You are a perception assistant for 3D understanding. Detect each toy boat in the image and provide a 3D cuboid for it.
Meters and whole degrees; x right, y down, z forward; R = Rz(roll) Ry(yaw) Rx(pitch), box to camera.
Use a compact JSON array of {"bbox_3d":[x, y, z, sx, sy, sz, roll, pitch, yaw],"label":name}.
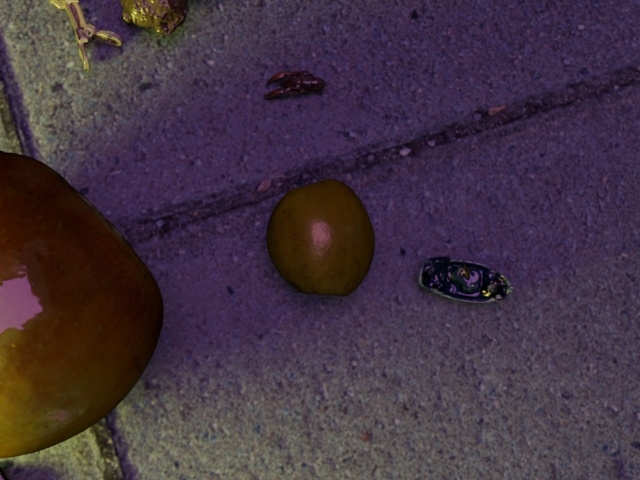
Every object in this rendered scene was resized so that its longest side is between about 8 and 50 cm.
[{"bbox_3d":[0.207,0.057,1.592,0.137,0.061,0.060,15,78,-5],"label":"toy boat"}]

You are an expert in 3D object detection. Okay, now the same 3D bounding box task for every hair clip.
[{"bbox_3d":[-0.367,-0.353,1.612,0.072,0.034,0.226,-31,83,-14],"label":"hair clip"}]

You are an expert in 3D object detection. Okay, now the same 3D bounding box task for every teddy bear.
[{"bbox_3d":[-0.203,-0.417,1.602,0.129,0.182,0.251,15,93,-44],"label":"teddy bear"}]

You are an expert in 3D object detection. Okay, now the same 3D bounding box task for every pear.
[{"bbox_3d":[0.000,0.000,1.536,0.149,0.149,0.162,-7,82,-8],"label":"pear"}]

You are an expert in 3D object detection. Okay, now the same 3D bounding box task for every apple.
[{"bbox_3d":[-0.396,0.084,1.398,0.374,0.374,0.384,-42,57,-12],"label":"apple"}]

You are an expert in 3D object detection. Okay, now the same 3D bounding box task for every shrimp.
[{"bbox_3d":[-0.040,-0.230,1.631,0.092,0.029,0.038,-12,82,-5],"label":"shrimp"}]

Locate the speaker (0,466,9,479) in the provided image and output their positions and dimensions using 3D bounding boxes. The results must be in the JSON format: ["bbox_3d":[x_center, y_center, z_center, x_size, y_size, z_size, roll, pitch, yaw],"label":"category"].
[{"bbox_3d":[-0.496,0.388,1.458,0.218,0.044,0.082,-31,85,-11],"label":"speaker"}]
